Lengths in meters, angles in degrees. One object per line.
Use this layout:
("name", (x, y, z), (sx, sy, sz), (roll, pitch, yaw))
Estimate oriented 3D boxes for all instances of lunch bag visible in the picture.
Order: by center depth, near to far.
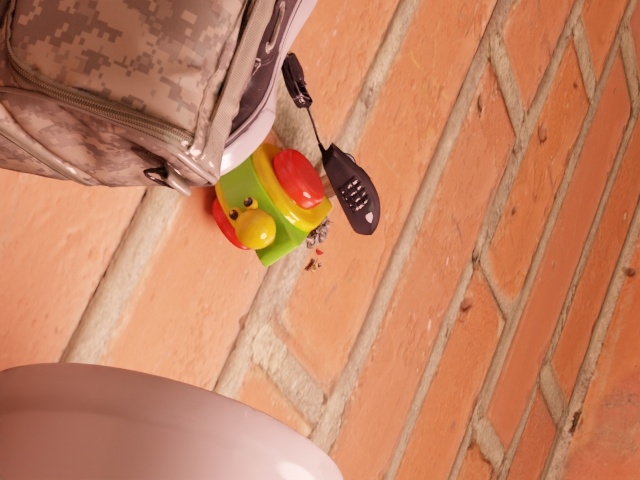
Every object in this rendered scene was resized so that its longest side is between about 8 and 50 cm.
("lunch bag", (-0.144, -0.194, 1.043), (0.212, 0.256, 0.305), (45, 61, -60))

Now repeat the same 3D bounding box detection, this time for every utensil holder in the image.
("utensil holder", (-0.174, 0.339, 1.061), (0.327, 0.327, 0.385), (65, 31, -52))

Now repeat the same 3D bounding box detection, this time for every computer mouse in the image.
("computer mouse", (0.011, -0.117, 1.512), (0.071, 0.041, 0.242), (-72, 137, -76))

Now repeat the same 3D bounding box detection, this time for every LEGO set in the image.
("LEGO set", (0.001, 0.000, 1.689), (0.054, 0.023, 0.083), (-47, 141, -46))

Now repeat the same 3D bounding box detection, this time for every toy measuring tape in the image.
("toy measuring tape", (-0.044, -0.063, 1.506), (0.330, 0.121, 0.121), (-53, 149, -70))

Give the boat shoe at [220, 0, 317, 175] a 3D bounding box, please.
("boat shoe", (-0.082, -0.199, 1.338), (0.301, 0.108, 0.102), (-65, 152, -28))
